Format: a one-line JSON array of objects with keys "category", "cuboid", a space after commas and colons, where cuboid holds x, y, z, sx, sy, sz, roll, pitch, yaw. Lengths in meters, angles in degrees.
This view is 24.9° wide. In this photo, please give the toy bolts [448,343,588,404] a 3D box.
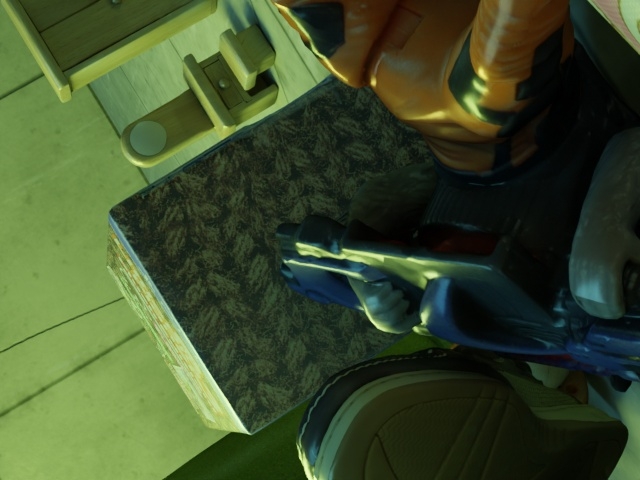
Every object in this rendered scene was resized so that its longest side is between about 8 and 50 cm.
[{"category": "toy bolts", "cuboid": [0.138, 0.170, 0.910, 0.228, 0.218, 0.158, 35, 145, 19]}]

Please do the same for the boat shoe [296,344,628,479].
[{"category": "boat shoe", "cuboid": [0.066, 0.102, 0.755, 0.092, 0.103, 0.285, 32, -169, 34]}]

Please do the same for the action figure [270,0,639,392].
[{"category": "action figure", "cuboid": [0.115, -0.051, 0.606, 0.341, 0.178, 0.330, 14, 147, 39]}]

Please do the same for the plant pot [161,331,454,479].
[{"category": "plant pot", "cuboid": [-0.008, 0.299, 1.271, 0.366, 0.353, 0.367, 160, 90, -81]}]

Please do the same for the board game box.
[{"category": "board game box", "cuboid": [0.000, 0.000, 0.909, 0.141, 0.232, 0.291, 58, 170, 1]}]

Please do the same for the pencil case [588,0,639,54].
[{"category": "pencil case", "cuboid": [0.132, -0.072, 0.325, 0.386, 0.167, 0.160, 54, -158, 24]}]

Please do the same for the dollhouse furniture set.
[{"category": "dollhouse furniture set", "cuboid": [-0.173, -0.239, 1.199, 0.303, 0.173, 0.355, 57, 169, 7]}]
